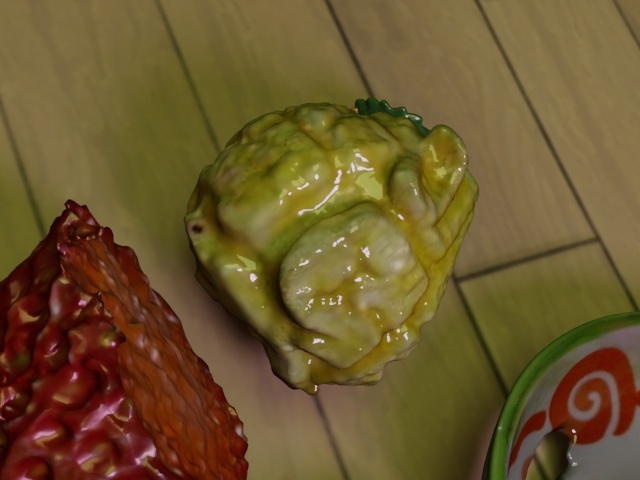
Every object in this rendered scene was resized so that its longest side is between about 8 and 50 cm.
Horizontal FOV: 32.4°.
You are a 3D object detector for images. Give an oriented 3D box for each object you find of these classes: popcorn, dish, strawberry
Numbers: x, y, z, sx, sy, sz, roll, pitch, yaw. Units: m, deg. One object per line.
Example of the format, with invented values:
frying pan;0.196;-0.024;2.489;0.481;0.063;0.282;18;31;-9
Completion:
popcorn;0.001;-0.001;0.726;0.185;0.187;0.167;33;60;17
dish;0.241;0.216;0.734;0.324;0.124;0.324;9;54;-13
strawberry;-0.145;0.115;0.646;0.178;0.234;0.234;-30;75;3

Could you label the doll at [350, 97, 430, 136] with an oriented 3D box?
doll;0.041;-0.045;0.842;0.078;0.077;0.113;19;89;20
